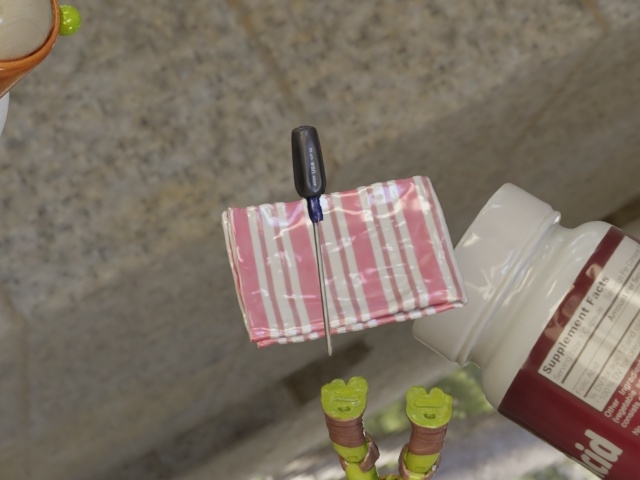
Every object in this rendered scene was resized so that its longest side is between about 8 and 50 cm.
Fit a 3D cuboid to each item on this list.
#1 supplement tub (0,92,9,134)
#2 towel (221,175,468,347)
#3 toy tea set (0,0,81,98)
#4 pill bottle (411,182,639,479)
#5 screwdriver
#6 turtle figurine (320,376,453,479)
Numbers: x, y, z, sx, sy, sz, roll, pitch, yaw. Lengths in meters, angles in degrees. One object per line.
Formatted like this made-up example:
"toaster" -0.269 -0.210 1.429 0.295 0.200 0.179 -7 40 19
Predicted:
"supplement tub" -0.469 -0.130 1.485 0.235 0.325 0.235 15 -66 37
"towel" 0.020 0.015 1.448 0.029 0.197 0.144 88 -11 -54
"toy tea set" -0.286 -0.114 0.891 0.200 0.336 0.124 45 -42 -3
"pill bottle" 0.303 0.122 1.657 0.392 0.224 0.224 33 -24 11
"screwdriver" 0.000 0.000 1.201 0.024 0.025 0.169 0 -75 42
"turtle figurine" 0.044 0.222 1.392 0.270 0.087 0.217 12 -55 24
